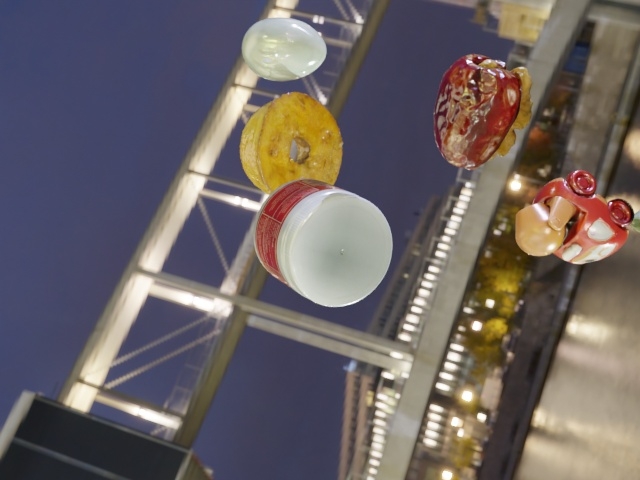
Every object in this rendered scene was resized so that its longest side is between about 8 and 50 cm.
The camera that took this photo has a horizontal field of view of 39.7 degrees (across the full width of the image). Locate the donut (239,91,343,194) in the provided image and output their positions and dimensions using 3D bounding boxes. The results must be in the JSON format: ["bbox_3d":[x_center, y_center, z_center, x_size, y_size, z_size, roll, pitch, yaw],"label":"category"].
[{"bbox_3d":[-0.076,-0.215,2.115,0.277,0.108,0.277,-2,-87,-45],"label":"donut"}]

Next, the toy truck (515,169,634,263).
[{"bbox_3d":[0.618,-0.025,2.208,0.239,0.265,0.189,-53,0,-29],"label":"toy truck"}]

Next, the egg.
[{"bbox_3d":[-0.087,-0.458,2.133,0.151,0.209,0.151,8,-90,-73],"label":"egg"}]

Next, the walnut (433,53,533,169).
[{"bbox_3d":[0.397,-0.312,2.180,0.222,0.244,0.269,49,126,56],"label":"walnut"}]

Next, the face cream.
[{"bbox_3d":[0.000,0.000,1.592,0.187,0.201,0.201,27,106,62],"label":"face cream"}]

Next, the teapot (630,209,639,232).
[{"bbox_3d":[0.974,-0.157,2.342,0.239,0.322,0.239,-40,-59,-78],"label":"teapot"}]
